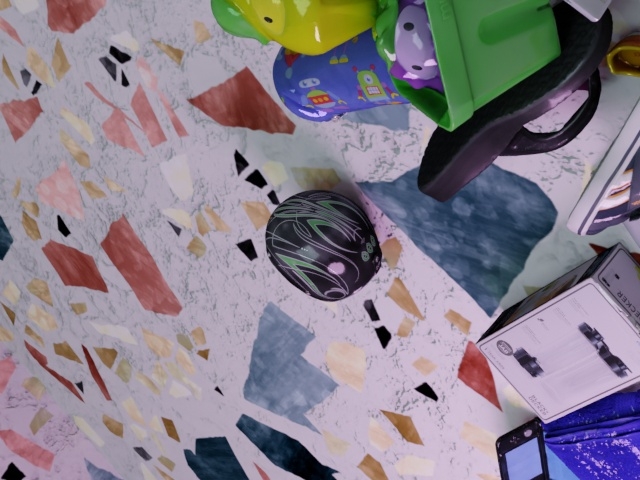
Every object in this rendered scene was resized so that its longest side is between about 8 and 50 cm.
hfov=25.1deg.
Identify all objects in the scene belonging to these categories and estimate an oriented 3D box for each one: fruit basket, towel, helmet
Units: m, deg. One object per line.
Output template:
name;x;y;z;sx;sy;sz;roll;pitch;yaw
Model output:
fruit basket;0.056;-0.316;1.686;0.392;0.392;0.283;64;175;-23
towel;0.488;0.318;2.113;0.228;0.076;0.308;50;144;-15
helmet;0.000;0.000;2.235;0.169;0.169;0.161;-7;135;47

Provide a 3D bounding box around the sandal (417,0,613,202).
sandal;0.268;-0.173;1.848;0.107;0.168;0.446;24;153;-13

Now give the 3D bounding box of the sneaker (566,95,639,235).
sneaker;0.401;-0.086;1.725;0.127;0.126;0.321;30;147;6

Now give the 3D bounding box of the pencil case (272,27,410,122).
pencil case;0.071;-0.234;1.979;0.306;0.119;0.133;-5;120;46

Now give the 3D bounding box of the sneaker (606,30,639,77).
sneaker;0.423;-0.211;1.704;0.175;0.067;0.064;3;124;41

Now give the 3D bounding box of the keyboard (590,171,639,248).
keyboard;0.445;0.011;1.917;0.256;0.014;0.072;54;172;-10

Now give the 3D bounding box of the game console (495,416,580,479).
game console;0.357;0.363;2.295;0.085;0.124;0.144;44;153;51

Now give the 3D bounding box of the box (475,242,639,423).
box;0.374;0.139;2.062;0.169;0.087;0.290;47;144;-2

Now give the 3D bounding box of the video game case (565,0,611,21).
video game case;0.295;-0.349;1.606;0.143;0.157;0.019;34;176;-13
